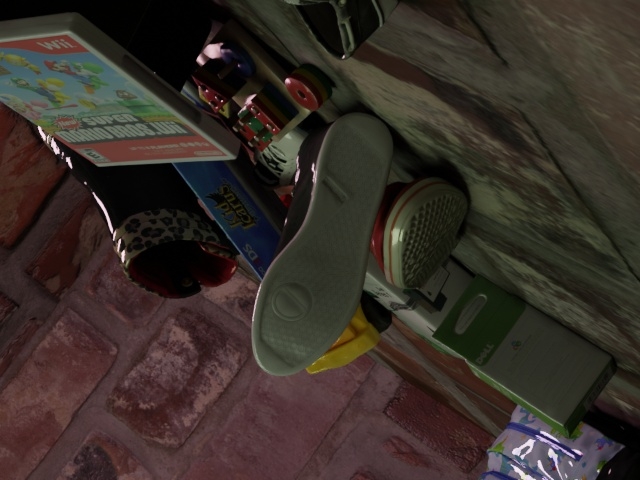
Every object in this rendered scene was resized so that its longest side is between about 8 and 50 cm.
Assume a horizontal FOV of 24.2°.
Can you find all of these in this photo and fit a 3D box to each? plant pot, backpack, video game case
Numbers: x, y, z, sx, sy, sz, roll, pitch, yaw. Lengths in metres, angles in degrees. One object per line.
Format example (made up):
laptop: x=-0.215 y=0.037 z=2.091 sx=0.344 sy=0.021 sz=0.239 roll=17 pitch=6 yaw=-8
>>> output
plant pot: x=-0.232 y=-0.229 z=1.621 sx=0.167 sy=0.188 sz=0.187 roll=19 pitch=165 yaw=26
backpack: x=0.400 y=0.370 z=2.248 sx=0.290 sy=0.273 sz=0.355 roll=34 pitch=-172 yaw=-35
video game case: x=-0.243 y=-0.150 z=1.564 sx=0.204 sy=0.025 sz=0.285 roll=-1 pitch=157 yaw=33
video game case: x=-0.097 y=-0.046 z=1.933 sx=0.269 sy=0.061 sz=0.244 roll=53 pitch=-174 yaw=4

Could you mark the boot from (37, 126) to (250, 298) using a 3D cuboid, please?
boot: x=-0.196 y=-0.052 z=2.090 sx=0.377 sy=0.138 sz=0.284 roll=19 pitch=-147 yaw=-51

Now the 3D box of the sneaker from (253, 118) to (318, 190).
sneaker: x=-0.042 y=-0.106 z=1.826 sx=0.085 sy=0.086 sz=0.237 roll=38 pitch=171 yaw=3

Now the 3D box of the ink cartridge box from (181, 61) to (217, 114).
ink cartridge box: x=-0.243 y=-0.258 z=1.953 sx=0.208 sy=0.045 sz=0.206 roll=25 pitch=168 yaw=49

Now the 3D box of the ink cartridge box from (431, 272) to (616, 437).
ink cartridge box: x=0.258 y=0.145 z=1.898 sx=0.209 sy=0.109 sz=0.062 roll=33 pitch=171 yaw=25

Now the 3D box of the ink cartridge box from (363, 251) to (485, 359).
ink cartridge box: x=0.130 y=0.058 z=2.017 sx=0.219 sy=0.092 sz=0.160 roll=39 pitch=172 yaw=-14

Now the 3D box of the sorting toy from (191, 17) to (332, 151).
sorting toy: x=-0.085 y=-0.161 z=1.648 sx=0.132 sy=0.046 sz=0.274 roll=46 pitch=160 yaw=-5

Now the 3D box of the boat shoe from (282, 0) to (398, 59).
boat shoe: x=-0.006 y=-0.205 z=1.092 sx=0.078 sy=0.070 sz=0.219 roll=32 pitch=171 yaw=33

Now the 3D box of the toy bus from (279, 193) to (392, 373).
toy bus: x=-0.008 y=0.045 z=2.125 sx=0.211 sy=0.149 sz=0.220 roll=49 pitch=-152 yaw=-32

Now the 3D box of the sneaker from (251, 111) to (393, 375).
sneaker: x=0.001 y=0.000 z=1.625 sx=0.105 sy=0.295 sz=0.147 roll=18 pitch=-173 yaw=-7

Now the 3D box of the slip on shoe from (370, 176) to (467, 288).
slip on shoe: x=0.094 y=-0.015 z=1.664 sx=0.101 sy=0.123 sz=0.331 roll=40 pitch=178 yaw=8
